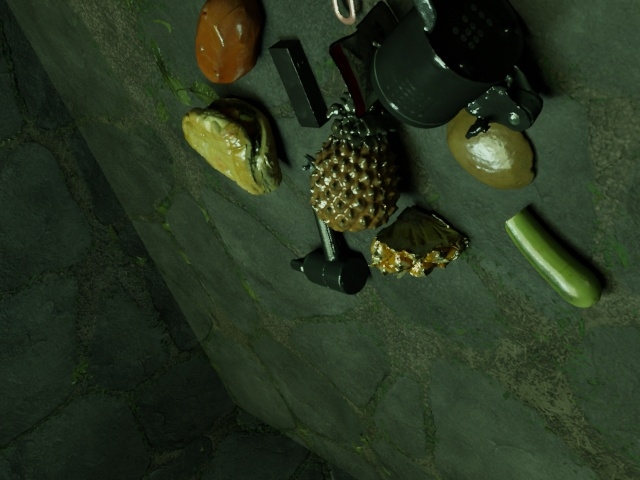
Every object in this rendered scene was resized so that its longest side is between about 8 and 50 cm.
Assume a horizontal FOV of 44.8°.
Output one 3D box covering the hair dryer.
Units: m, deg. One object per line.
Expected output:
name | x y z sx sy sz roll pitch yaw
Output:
hair dryer | 0.000 0.000 2.286 0.244 0.116 0.302 14 126 48

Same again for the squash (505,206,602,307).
squash | 0.487 0.040 1.627 0.250 0.083 0.083 48 153 9

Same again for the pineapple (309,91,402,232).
pineapple | 0.091 -0.207 1.781 0.223 0.223 0.357 30 130 32

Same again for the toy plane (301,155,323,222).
toy plane | 0.023 -0.146 2.088 0.226 0.058 0.226 43 137 10

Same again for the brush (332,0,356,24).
brush | 0.037 -0.544 1.568 0.103 0.047 0.233 26 147 37

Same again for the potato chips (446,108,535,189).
potato chips | 0.336 -0.178 1.584 0.208 0.062 0.195 51 151 1

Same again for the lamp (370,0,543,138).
lamp | 0.209 -0.337 1.398 0.272 0.205 0.374 -4 134 53

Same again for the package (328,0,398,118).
package | 0.104 -0.355 1.506 0.030 0.239 0.154 -7 121 39

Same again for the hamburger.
hamburger | -0.231 -0.293 2.162 0.330 0.162 0.209 42 150 17

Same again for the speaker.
speaker | -0.051 -0.383 1.907 0.082 0.044 0.218 14 136 49

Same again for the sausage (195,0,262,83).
sausage | -0.228 -0.500 1.910 0.153 0.141 0.268 43 152 11

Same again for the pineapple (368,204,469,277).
pineapple | 0.231 0.004 1.876 0.114 0.237 0.186 94 167 -53
